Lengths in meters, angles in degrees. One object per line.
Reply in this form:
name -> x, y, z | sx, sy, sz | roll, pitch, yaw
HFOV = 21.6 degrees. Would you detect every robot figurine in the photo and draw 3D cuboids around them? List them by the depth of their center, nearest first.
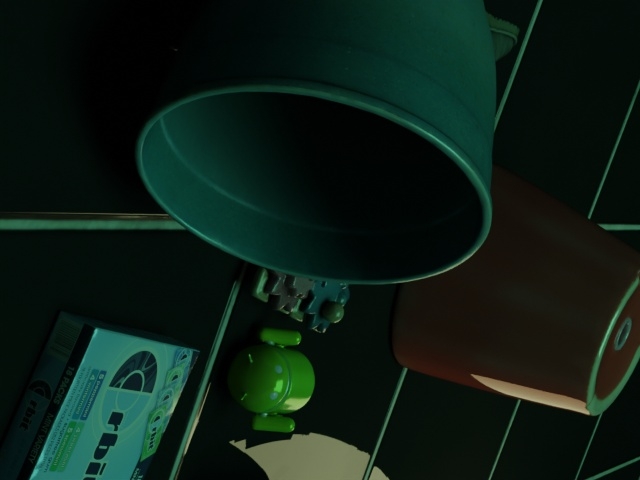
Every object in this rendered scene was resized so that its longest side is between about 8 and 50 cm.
robot figurine -> -0.049, 0.137, 1.653 | 0.115, 0.067, 0.101 | 15, 80, -64

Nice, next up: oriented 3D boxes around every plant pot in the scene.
plant pot -> 0.019, -0.142, 1.314 | 0.271, 0.272, 0.255 | 70, 29, -57
plant pot -> 0.256, 0.072, 1.997 | 0.275, 0.243, 0.275 | -44, 147, -39

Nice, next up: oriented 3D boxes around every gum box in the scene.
gum box -> -0.188, 0.148, 1.416 | 0.184, 0.041, 0.157 | 22, 92, -65

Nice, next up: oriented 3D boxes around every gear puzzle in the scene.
gear puzzle -> 0.044, -0.074, 1.649 | 0.175, 0.044, 0.339 | 35, 75, -60

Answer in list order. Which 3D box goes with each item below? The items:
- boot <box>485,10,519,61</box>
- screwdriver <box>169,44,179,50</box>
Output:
boot -> 0.140, -0.132, 1.739 | 0.189, 0.076, 0.208 | 1, 97, -64
screwdriver -> -0.073, -0.156, 1.402 | 0.025, 0.024, 0.170 | -42, 160, 19
